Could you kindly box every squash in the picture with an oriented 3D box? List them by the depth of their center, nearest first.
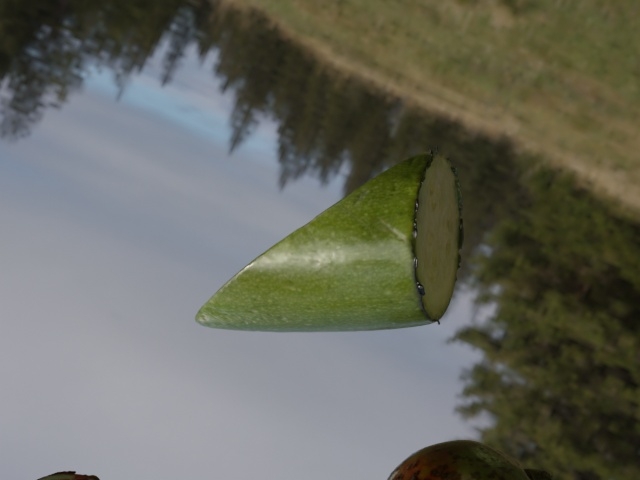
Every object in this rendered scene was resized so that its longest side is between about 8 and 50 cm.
[{"bbox_3d":[0.000,0.000,1.433,0.261,0.189,0.189,1,175,22],"label":"squash"}]

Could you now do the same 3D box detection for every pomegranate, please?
[{"bbox_3d":[0.135,0.319,1.523,0.198,0.246,0.198,30,-139,-30],"label":"pomegranate"}]

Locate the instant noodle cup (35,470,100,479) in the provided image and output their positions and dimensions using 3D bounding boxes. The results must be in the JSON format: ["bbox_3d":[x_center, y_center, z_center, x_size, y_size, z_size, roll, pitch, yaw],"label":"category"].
[{"bbox_3d":[-0.136,0.289,0.999,0.212,0.193,0.193,24,-177,25],"label":"instant noodle cup"}]
